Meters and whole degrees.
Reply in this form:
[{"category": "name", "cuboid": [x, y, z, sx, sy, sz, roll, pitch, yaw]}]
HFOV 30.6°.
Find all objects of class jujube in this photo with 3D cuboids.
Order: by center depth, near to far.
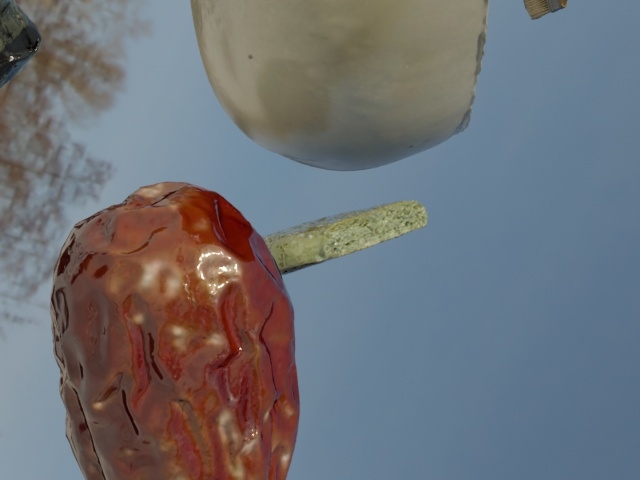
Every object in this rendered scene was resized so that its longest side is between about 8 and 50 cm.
[{"category": "jujube", "cuboid": [-0.095, 0.086, 0.798, 0.174, 0.174, 0.250, 16, -62, 63]}]

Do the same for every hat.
[{"category": "hat", "cuboid": [-0.426, -0.249, 1.457, 0.265, 0.128, 0.265, -31, -151, 20]}]

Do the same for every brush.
[{"category": "brush", "cuboid": [0.322, -0.325, 1.501, 0.170, 0.014, 0.043, -14, -85, 58]}]

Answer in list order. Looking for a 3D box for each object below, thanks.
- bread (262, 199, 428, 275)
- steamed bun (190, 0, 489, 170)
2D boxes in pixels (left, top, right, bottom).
[{"category": "bread", "cuboid": [0.000, 0.000, 1.507, 0.207, 0.286, 0.056, -14, -89, 35]}, {"category": "steamed bun", "cuboid": [0.006, -0.209, 0.855, 0.324, 0.206, 0.324, 0, 90, -90]}]
